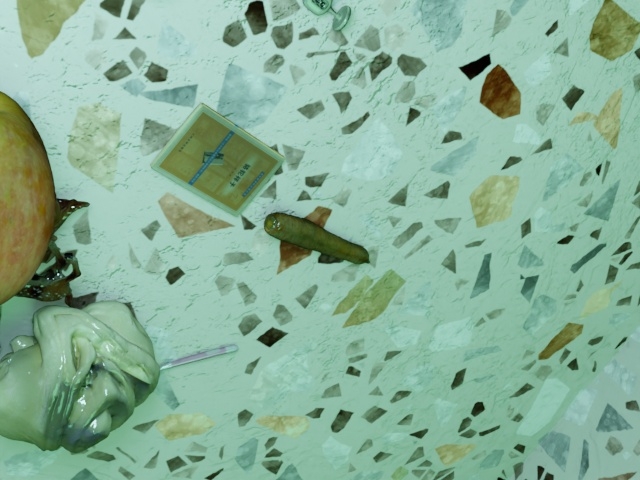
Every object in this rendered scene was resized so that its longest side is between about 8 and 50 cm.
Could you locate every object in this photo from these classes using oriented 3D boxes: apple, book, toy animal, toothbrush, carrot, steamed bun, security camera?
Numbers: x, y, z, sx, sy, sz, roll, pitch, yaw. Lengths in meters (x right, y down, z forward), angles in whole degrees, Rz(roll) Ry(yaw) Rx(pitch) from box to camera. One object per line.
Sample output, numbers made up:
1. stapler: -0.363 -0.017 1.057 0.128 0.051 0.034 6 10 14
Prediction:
1. apple: -0.608 -0.085 1.405 0.392 0.391 0.346 6 120 -32
2. book: -0.206 -0.160 1.828 0.242 0.018 0.170 30 106 -41
3. toy animal: -0.540 -0.055 1.687 0.188 0.089 0.179 -30 129 -7
4. toothbrush: -0.331 0.286 2.107 0.287 0.020 0.025 -13 123 -19
5. toy animal: -0.588 0.089 1.688 0.244 0.087 0.260 17 134 -16
6. carrot: 0.001 0.000 2.040 0.342 0.070 0.070 21 113 -45
7. steamed bun: -0.503 0.302 1.851 0.352 0.247 0.339 18 111 -46
8. security camera: 0.009 -0.446 1.705 0.092 0.058 0.058 24 111 -31
